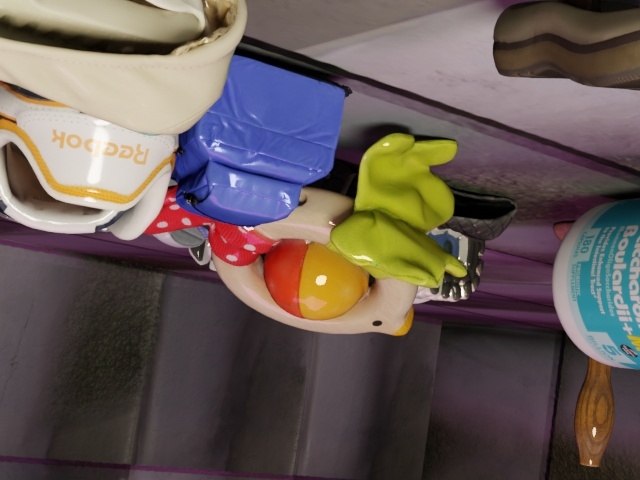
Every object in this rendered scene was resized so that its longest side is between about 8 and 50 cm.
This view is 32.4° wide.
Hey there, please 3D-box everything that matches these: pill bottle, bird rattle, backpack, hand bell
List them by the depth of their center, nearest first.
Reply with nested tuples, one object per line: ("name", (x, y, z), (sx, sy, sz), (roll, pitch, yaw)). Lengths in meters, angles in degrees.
("backpack", (-0.054, -0.061, 0.697), (0.098, 0.101, 0.120), (20, 172, -21))
("bird rattle", (-0.016, 0.010, 0.835), (0.253, 0.143, 0.207), (-1, 141, 9))
("pill bottle", (0.307, 0.032, 0.844), (0.146, 0.146, 0.264), (11, 173, -22))
("hand bell", (0.290, 0.110, 1.136), (0.126, 0.242, 0.126), (8, 174, 1))

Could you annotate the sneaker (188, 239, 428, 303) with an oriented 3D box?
("sneaker", (0.000, 0.000, 1.235), (0.292, 0.110, 0.118), (13, -175, 2))

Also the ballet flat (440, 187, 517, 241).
("ballet flat", (0.108, -0.038, 0.996), (0.173, 0.057, 0.049), (12, 132, -41))

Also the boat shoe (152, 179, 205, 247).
("boat shoe", (-0.171, -0.059, 1.041), (0.076, 0.083, 0.226), (18, 167, 23))

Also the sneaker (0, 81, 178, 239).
("sneaker", (-0.165, -0.067, 0.676), (0.126, 0.127, 0.321), (9, 175, -19))

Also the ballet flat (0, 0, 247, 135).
("ballet flat", (-0.134, -0.107, 0.432), (0.248, 0.086, 0.086), (11, 173, -38))

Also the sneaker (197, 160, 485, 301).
("sneaker", (0.006, 0.001, 1.046), (0.330, 0.130, 0.147), (14, 169, -43))

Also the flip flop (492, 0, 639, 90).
("flip flop", (0.133, -0.087, 0.363), (0.112, 0.080, 0.277), (5, -170, -10))
